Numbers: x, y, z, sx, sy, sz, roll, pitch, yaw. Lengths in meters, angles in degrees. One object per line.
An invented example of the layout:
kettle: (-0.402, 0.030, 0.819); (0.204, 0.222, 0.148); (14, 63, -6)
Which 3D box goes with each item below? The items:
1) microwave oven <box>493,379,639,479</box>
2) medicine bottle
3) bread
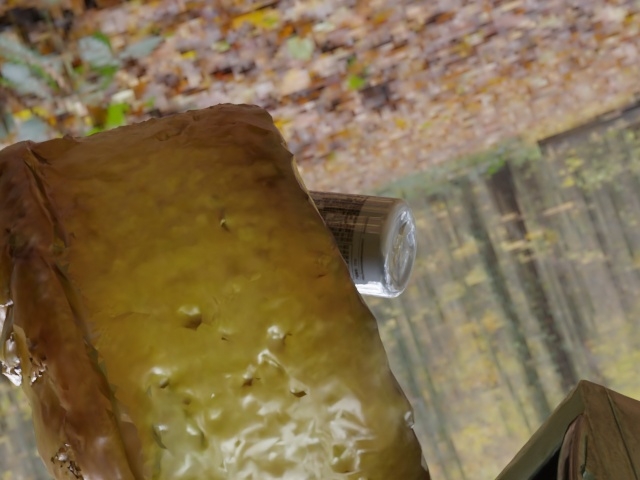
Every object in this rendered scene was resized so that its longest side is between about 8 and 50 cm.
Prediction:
microwave oven: (0.224, 0.315, 0.709); (0.394, 0.333, 0.247); (-92, -152, -60)
medicine bottle: (0.000, 0.000, 1.052); (0.140, 0.079, 0.079); (5, -170, 22)
bread: (-0.074, 0.090, 0.841); (0.215, 0.398, 0.398); (-24, 180, -6)
